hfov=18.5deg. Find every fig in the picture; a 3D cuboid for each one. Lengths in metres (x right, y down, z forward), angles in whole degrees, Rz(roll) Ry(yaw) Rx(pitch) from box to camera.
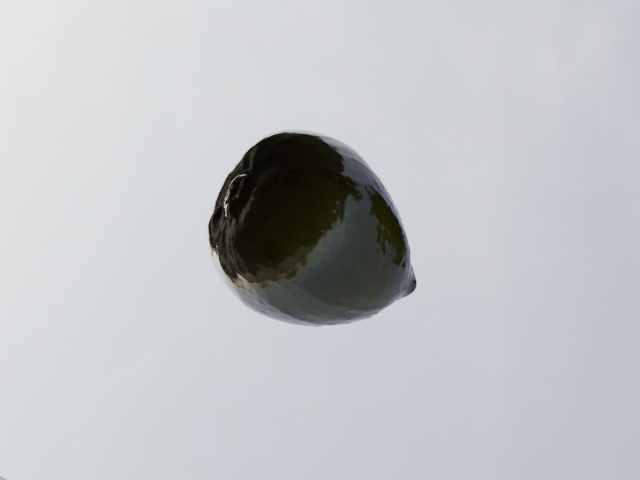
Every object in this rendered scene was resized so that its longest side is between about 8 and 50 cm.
[{"bbox_3d":[0.000,0.000,0.750,0.074,0.088,0.074,-34,-140,34],"label":"fig"}]

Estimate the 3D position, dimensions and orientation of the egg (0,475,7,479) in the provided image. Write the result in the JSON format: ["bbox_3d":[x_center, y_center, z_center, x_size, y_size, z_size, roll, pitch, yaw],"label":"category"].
[{"bbox_3d":[-0.182,0.155,0.507,0.283,0.203,0.203,-28,-161,-34],"label":"egg"}]
